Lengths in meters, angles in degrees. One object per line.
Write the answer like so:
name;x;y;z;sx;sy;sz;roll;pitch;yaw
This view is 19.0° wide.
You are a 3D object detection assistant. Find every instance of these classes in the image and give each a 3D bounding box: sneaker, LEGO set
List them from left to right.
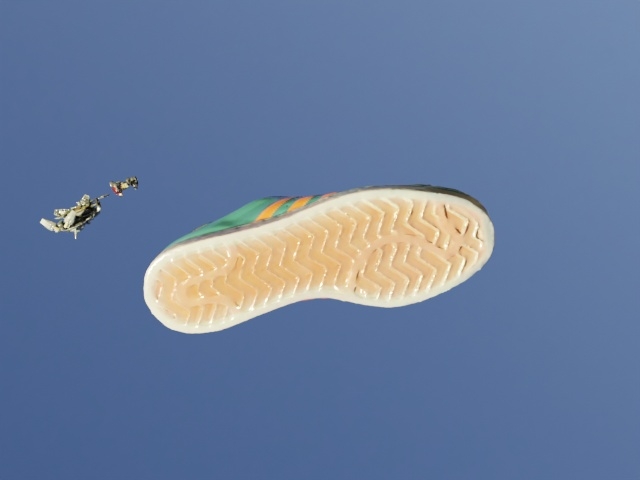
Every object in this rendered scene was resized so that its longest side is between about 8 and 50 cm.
LEGO set;-0.166;-0.021;1.391;0.083;0.023;0.054;-25;-168;-22
sneaker;0.000;0.000;1.653;0.302;0.108;0.121;-9;-162;8
